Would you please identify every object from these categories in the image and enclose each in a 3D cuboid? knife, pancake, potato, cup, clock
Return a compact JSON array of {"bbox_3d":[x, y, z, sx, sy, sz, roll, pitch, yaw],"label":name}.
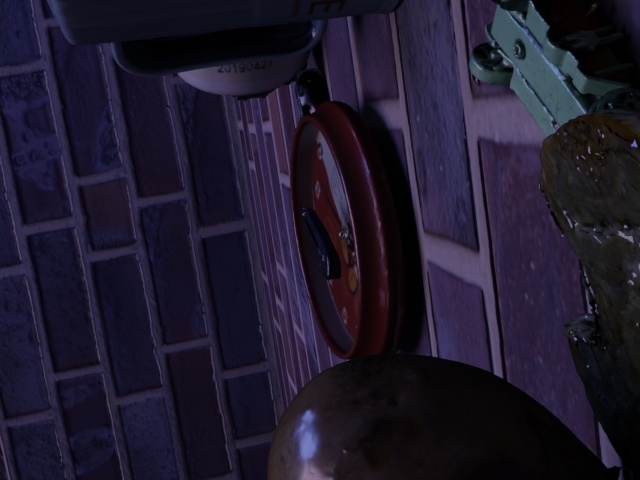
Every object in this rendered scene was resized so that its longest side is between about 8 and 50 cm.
[{"bbox_3d":[0.000,0.000,0.955,0.121,0.018,0.031,-113,21,-50],"label":"knife"},{"bbox_3d":[0.160,0.065,0.333,0.253,0.037,0.254,156,90,-83],"label":"pancake"},{"bbox_3d":[0.083,0.153,0.428,0.262,0.165,0.165,43,-179,-16],"label":"potato"},{"bbox_3d":[-0.106,-0.318,0.803,0.331,0.311,0.257,180,80,-81],"label":"cup"},{"bbox_3d":[0.036,-0.007,1.006,0.318,0.080,0.319,171,90,-77],"label":"clock"}]

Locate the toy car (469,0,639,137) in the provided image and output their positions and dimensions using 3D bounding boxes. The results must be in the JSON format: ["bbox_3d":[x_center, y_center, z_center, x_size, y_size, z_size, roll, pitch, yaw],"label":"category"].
[{"bbox_3d":[0.128,-0.081,0.433,0.073,0.054,0.143,90,160,-53],"label":"toy car"}]

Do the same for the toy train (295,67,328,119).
[{"bbox_3d":[-0.001,-0.140,1.201,0.047,0.043,0.208,154,106,-80],"label":"toy train"}]

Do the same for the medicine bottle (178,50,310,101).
[{"bbox_3d":[-0.118,-0.394,1.121,0.379,0.213,0.214,91,166,-47],"label":"medicine bottle"}]
